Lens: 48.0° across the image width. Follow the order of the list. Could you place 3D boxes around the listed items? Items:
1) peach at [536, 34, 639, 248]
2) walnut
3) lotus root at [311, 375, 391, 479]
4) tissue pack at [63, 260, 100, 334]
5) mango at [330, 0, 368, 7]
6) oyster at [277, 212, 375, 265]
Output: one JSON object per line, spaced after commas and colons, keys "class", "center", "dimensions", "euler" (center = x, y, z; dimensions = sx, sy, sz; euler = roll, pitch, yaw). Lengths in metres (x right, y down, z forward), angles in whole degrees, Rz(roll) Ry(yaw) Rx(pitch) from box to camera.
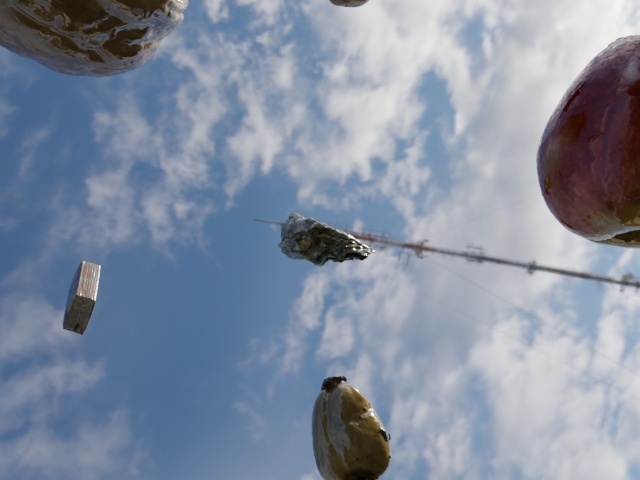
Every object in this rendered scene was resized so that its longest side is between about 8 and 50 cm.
{"class": "peach", "center": [0.303, -0.092, 0.690], "dimensions": [0.190, 0.190, 0.192], "euler": [24, -112, -44]}
{"class": "walnut", "center": [-0.293, -0.345, 0.858], "dimensions": [0.313, 0.252, 0.277], "euler": [18, -101, -49]}
{"class": "lotus root", "center": [0.060, 0.397, 1.433], "dimensions": [0.140, 0.155, 0.256], "euler": [59, -165, -58]}
{"class": "tissue pack", "center": [-0.324, 0.076, 0.973], "dimensions": [0.035, 0.083, 0.063], "euler": [16, -63, -22]}
{"class": "mango", "center": [0.033, -0.404, 0.957], "dimensions": [0.102, 0.085, 0.184], "euler": [-33, -55, -40]}
{"class": "oyster", "center": [0.000, 0.000, 1.091], "dimensions": [0.125, 0.177, 0.064], "euler": [0, -77, -63]}
